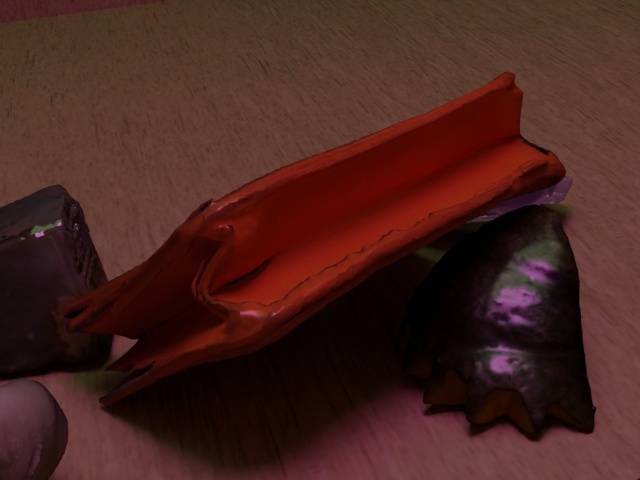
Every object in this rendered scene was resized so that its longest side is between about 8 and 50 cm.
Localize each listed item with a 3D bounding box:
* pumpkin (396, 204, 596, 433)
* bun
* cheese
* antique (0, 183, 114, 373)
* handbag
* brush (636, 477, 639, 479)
[{"bbox_3d":[0.139,0.047,0.982,0.130,0.149,0.254,1,24,-16],"label":"pumpkin"},{"bbox_3d":[-0.265,0.181,0.830,0.183,0.102,0.183,-30,-1,0],"label":"bun"},{"bbox_3d":[0.141,-0.061,1.299,0.286,0.074,0.189,1,25,21],"label":"cheese"},{"bbox_3d":[-0.354,0.062,1.088,0.284,0.150,0.125,-15,21,-1],"label":"antique"},{"bbox_3d":[0.000,0.000,1.016,0.410,0.116,0.303,-26,-3,-36],"label":"handbag"},{"bbox_3d":[0.272,0.237,0.685,0.042,0.039,0.299,-11,27,-14],"label":"brush"}]
